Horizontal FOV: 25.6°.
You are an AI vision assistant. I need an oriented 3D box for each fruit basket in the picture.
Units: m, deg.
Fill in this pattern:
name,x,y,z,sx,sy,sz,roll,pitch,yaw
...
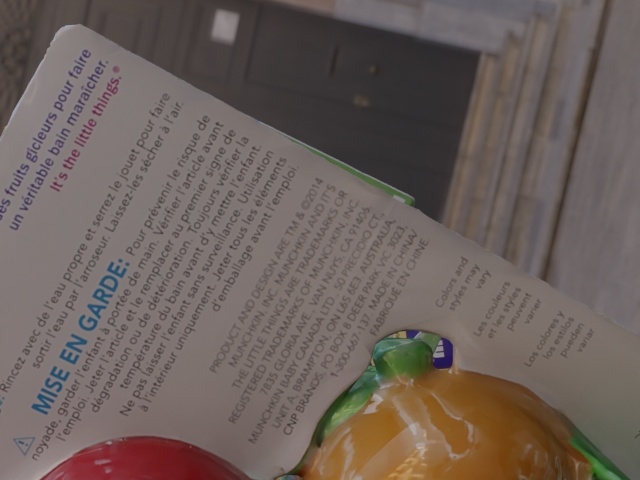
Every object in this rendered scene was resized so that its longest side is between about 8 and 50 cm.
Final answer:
name,x,y,z,sx,sy,sz,roll,pitch,yaw
fruit basket,-0.021,0.141,0.551,0.327,0.353,0.165,-61,13,4

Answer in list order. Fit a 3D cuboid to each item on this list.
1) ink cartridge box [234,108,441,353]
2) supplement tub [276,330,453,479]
name,x,y,z,sx,sy,sz,roll,pitch,yaw
ink cartridge box,0.000,0.000,0.974,0.062,0.209,0.109,-60,-8,-35
supplement tub,0.067,0.164,1.424,0.241,0.331,0.241,174,90,-90
